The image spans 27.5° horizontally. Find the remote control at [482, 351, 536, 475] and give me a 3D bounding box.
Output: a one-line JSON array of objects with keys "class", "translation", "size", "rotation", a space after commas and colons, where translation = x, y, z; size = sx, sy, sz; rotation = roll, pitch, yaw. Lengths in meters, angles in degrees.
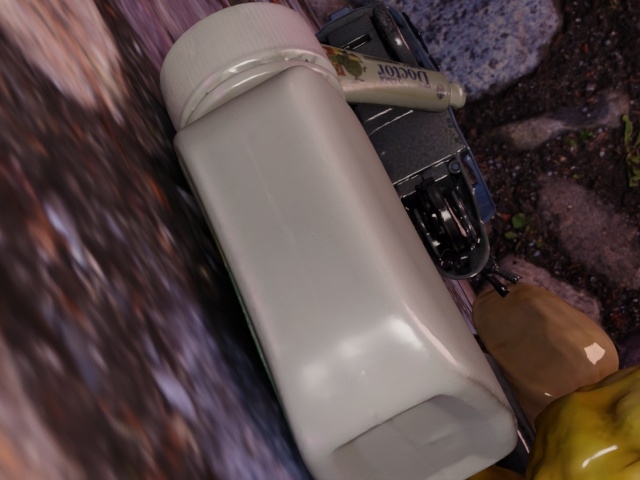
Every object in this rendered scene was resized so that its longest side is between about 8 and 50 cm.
[{"class": "remote control", "translation": [0.216, 0.269, 1.100], "size": [0.378, 0.044, 0.107], "rotation": [64, 12, 27]}]

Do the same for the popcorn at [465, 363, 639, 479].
[{"class": "popcorn", "translation": [0.179, 0.158, 0.679], "size": [0.253, 0.191, 0.190], "rotation": [75, 1, -82]}]

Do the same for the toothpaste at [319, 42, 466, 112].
[{"class": "toothpaste", "translation": [0.050, -0.140, 1.169], "size": [0.255, 0.037, 0.067], "rotation": [2, 59, -48]}]

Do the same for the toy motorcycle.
[{"class": "toy motorcycle", "translation": [0.095, -0.091, 1.344], "size": [0.359, 0.125, 0.213], "rotation": [68, 7, 32]}]

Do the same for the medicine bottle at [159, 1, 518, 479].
[{"class": "medicine bottle", "translation": [0.000, 0.000, 0.469], "size": [0.119, 0.069, 0.183], "rotation": [48, 15, -58]}]

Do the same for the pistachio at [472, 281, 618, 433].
[{"class": "pistachio", "translation": [0.246, 0.138, 1.509], "size": [0.157, 0.157, 0.229], "rotation": [57, -5, -34]}]
